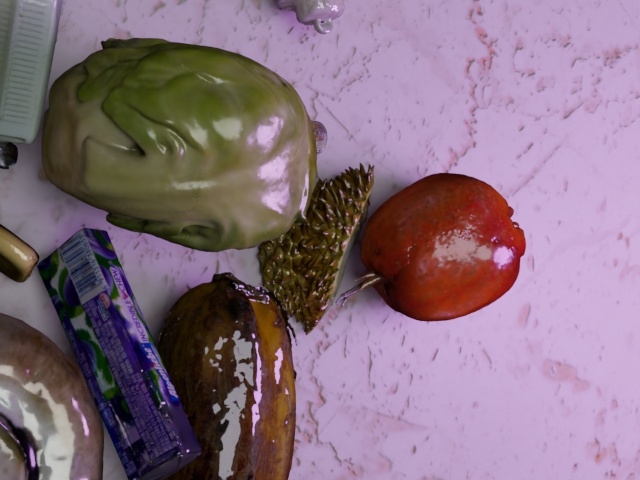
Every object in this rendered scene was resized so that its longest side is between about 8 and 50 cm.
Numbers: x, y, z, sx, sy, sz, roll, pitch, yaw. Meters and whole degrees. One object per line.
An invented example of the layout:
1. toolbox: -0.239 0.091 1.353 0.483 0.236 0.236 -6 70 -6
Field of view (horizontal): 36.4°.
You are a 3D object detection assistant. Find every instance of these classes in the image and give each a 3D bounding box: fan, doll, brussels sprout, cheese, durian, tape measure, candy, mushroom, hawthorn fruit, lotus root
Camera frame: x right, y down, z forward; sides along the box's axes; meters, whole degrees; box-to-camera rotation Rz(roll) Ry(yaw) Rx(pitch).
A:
1. fan: -0.020 -0.135 1.392 0.060 0.003 0.080 15 82 -25
2. doll: -0.020 -0.428 1.343 0.138 0.119 0.293 -10 89 -43
3. brussels sprout: -0.152 -0.110 1.157 0.328 0.328 0.247 5 87 -27
4. cheese: -0.411 -0.013 1.159 0.162 0.086 0.036 38 66 -6
5. durian: 0.000 0.000 1.364 0.139 0.145 0.252 46 57 -59
6. tape measure: -0.365 -0.235 1.128 0.115 0.207 0.235 9 124 -20
7. candy: -0.242 0.135 1.160 0.312 0.088 0.061 63 19 18
8. mushroom: -0.403 0.237 1.052 0.352 0.260 0.352 3 84 -33
9. hawthorn fruit: 0.147 0.022 1.372 0.299 0.211 0.211 -24 100 -14
10. lotus root: -0.124 0.239 1.233 0.196 0.179 0.397 13 81 -38
